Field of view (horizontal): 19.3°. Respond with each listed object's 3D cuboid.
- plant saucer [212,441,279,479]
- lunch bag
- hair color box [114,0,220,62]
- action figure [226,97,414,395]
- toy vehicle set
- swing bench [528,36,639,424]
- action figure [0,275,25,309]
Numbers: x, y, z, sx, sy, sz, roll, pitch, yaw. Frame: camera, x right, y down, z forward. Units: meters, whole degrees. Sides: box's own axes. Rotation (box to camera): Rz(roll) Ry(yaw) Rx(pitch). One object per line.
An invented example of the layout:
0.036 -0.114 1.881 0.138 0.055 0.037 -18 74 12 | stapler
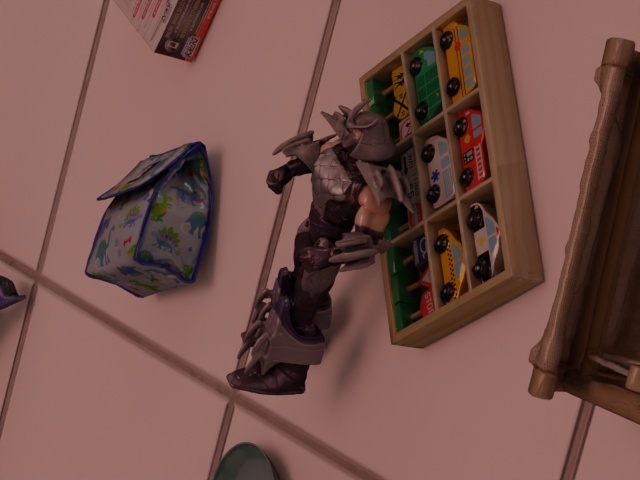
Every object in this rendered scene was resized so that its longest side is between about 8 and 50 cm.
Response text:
-0.069 0.254 1.814 0.119 0.021 0.119 -20 65 52 | plant saucer
-0.176 -0.027 1.997 0.129 0.096 0.151 -13 56 57 | lunch bag
-0.175 -0.278 2.097 0.093 0.053 0.167 -63 35 21 | hair color box
0.000 0.000 1.666 0.185 0.099 0.285 -104 30 -58 | action figure
0.108 -0.058 1.630 0.166 0.035 0.267 -35 53 47 | toy vehicle set
0.258 0.002 1.277 0.254 0.165 0.253 14 93 57 | swing bench
-0.492 0.083 2.421 0.341 0.178 0.330 -16 72 24 | action figure
